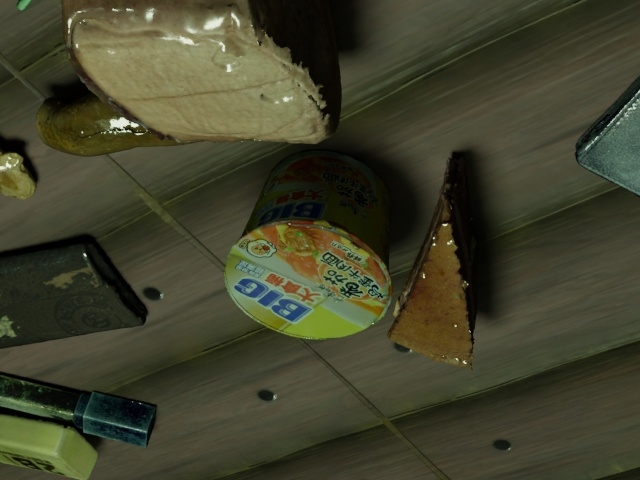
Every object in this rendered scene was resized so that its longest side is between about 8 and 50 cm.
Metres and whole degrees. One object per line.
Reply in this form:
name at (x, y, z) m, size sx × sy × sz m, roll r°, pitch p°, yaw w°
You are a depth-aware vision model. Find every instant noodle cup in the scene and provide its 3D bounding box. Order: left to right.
instant noodle cup at (0.000, 0.000, 1.596) m, size 0.205 × 0.153 × 0.205 m, roll 8°, pitch 136°, yaw 8°

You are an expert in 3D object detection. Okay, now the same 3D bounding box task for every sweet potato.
sweet potato at (-0.192, -0.147, 1.552) m, size 0.286 × 0.085 × 0.112 m, roll -5°, pitch 169°, yaw 4°

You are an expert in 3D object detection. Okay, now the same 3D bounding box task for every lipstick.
lipstick at (-0.408, 0.247, 2.029) m, size 0.312 × 0.051 × 0.051 m, roll 14°, pitch 142°, yaw 2°

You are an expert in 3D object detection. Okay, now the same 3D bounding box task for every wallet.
wallet at (-0.416, 0.088, 1.866) m, size 0.321 × 0.044 × 0.170 m, roll -11°, pitch 134°, yaw 24°
wallet at (0.399, -0.124, 1.454) m, size 0.167 × 0.036 × 0.222 m, roll 25°, pitch 134°, yaw -12°

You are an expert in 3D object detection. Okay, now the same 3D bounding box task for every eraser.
eraser at (-0.445, 0.318, 2.066) m, size 0.172 × 0.058 × 0.117 m, roll 7°, pitch 154°, yaw 23°

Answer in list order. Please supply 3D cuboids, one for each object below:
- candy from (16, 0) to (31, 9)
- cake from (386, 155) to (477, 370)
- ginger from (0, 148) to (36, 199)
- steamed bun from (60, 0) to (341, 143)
candy at (-0.249, -0.315, 1.392) m, size 0.305 × 0.083 × 0.091 m, roll -35°, pitch 78°, yaw 47°
cake at (0.142, 0.031, 1.617) m, size 0.113 × 0.116 × 0.295 m, roll 6°, pitch 137°, yaw 7°
ginger at (-0.493, -0.142, 1.628) m, size 0.333 × 0.081 × 0.148 m, roll 31°, pitch 119°, yaw -19°
steamed bun at (-0.109, -0.230, 1.350) m, size 0.251 × 0.199 × 0.301 m, roll 1°, pitch 158°, yaw 20°
